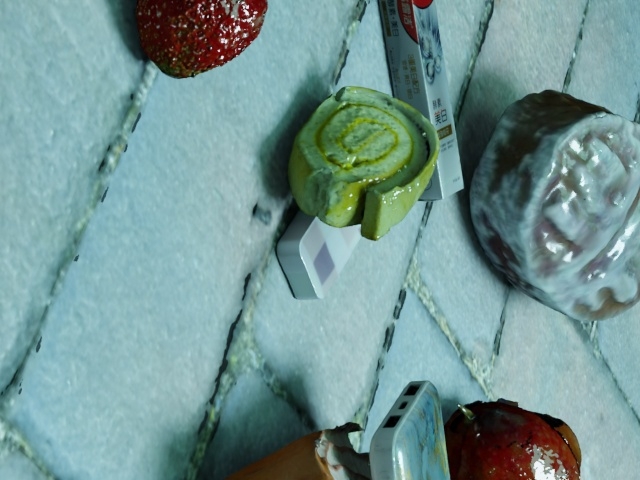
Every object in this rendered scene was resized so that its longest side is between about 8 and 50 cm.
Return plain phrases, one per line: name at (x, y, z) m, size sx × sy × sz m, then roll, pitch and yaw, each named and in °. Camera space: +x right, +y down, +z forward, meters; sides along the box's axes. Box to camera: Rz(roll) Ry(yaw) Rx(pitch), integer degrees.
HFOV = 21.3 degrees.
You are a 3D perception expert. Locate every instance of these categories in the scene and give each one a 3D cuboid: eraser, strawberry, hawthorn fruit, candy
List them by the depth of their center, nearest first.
strawberry at (-0.091, -0.171, 1.294) m, size 0.106 × 0.106 × 0.106 m, roll 8°, pitch 81°, yaw -60°
eraser at (0.000, 0.000, 1.500) m, size 0.105 × 0.026 × 0.065 m, roll -59°, pitch 133°, yaw -44°
hawthorn fruit at (0.180, 0.219, 1.693) m, size 0.172 × 0.148 × 0.148 m, roll 48°, pitch 45°, yaw -22°
candy at (0.274, -0.038, 1.841) m, size 0.214 × 0.157 × 0.289 m, roll -53°, pitch 137°, yaw -8°

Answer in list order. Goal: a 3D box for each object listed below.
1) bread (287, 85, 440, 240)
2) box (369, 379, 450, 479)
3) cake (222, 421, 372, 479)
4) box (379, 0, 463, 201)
bread at (0.034, -0.066, 1.485) m, size 0.156 × 0.117 × 0.064 m, roll -48°, pitch 164°, yaw -44°
box at (0.087, 0.271, 1.444) m, size 0.142 × 0.044 × 0.285 m, roll -44°, pitch 129°, yaw -64°
cake at (0.003, 0.209, 1.384) m, size 0.287 × 0.135 × 0.098 m, roll -10°, pitch 68°, yaw -61°
box at (0.099, -0.149, 1.671) m, size 0.055 × 0.040 × 0.218 m, roll -29°, pitch 113°, yaw -56°
